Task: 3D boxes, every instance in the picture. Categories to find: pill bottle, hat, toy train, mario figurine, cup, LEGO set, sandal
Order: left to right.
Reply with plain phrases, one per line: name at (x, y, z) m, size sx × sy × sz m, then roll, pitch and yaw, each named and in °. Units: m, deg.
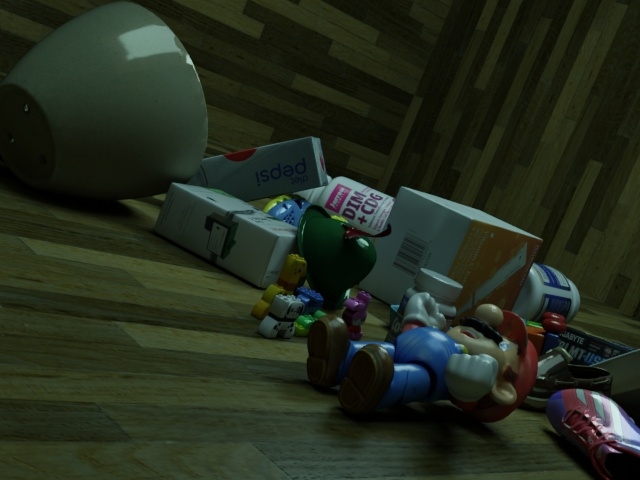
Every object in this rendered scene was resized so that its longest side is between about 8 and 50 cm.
cup at (-0.383, -0.200, 1.453) m, size 0.331 × 0.331 × 0.237 m, roll 27°, pitch 36°, yaw 29°
LEGO set at (-0.018, 0.075, 1.236) m, size 0.087 × 0.093 × 0.227 m, roll 27°, pitch 10°, yaw 32°
sandal at (0.000, 0.000, 1.707) m, size 0.138 × 0.126 × 0.317 m, roll 33°, pitch 14°, yaw 36°
pill bottle at (0.078, -0.053, 2.101) m, size 0.283 × 0.160 × 0.160 m, roll 24°, pitch 8°, yaw 16°
hat at (0.079, 0.009, 1.424) m, size 0.173 × 0.183 × 0.208 m, roll 59°, pitch 28°, yaw -26°
pill bottle at (0.142, 0.113, 1.259) m, size 0.078 × 0.137 × 0.078 m, roll 22°, pitch 8°, yaw -3°
mario figurine at (0.144, 0.120, 1.078) m, size 0.320 × 0.170 × 0.198 m, roll 5°, pitch 52°, yaw -40°
toy train at (0.345, 0.177, 1.563) m, size 0.143 × 0.105 × 0.248 m, roll 13°, pitch 6°, yaw 13°
pill bottle at (0.472, 0.126, 2.015) m, size 0.153 × 0.153 × 0.264 m, roll 29°, pitch 10°, yaw 38°

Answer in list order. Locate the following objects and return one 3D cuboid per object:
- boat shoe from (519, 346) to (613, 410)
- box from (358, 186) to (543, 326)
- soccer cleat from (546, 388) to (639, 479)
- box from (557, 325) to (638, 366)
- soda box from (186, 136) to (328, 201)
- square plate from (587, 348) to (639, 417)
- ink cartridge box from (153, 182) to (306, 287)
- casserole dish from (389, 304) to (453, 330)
boat shoe at (0.338, 0.201, 1.360) m, size 0.257 × 0.095 × 0.095 m, roll 17°, pitch 9°, yaw -31°
box at (0.266, 0.044, 1.783) m, size 0.168 × 0.215 × 0.345 m, roll 28°, pitch 10°, yaw 34°
soccer cleat at (0.362, 0.257, 1.140) m, size 0.095 × 0.083 × 0.248 m, roll 12°, pitch 15°, yaw -32°
box at (0.652, 0.261, 1.787) m, size 0.293 × 0.073 × 0.295 m, roll 17°, pitch 1°, yaw -22°
soda box at (-0.136, -0.122, 1.708) m, size 0.286 × 0.098 × 0.091 m, roll -10°, pitch 3°, yaw 10°
square plate at (0.636, 0.262, 1.474) m, size 0.344 × 0.049 × 0.347 m, roll 21°, pitch -23°, yaw -10°
ink cartridge box at (-0.133, -0.008, 1.474) m, size 0.219 × 0.093 × 0.160 m, roll 25°, pitch 9°, yaw 23°
casserole dish at (0.183, 0.156, 1.454) m, size 0.114 × 0.037 × 0.188 m, roll 17°, pitch 11°, yaw -37°
